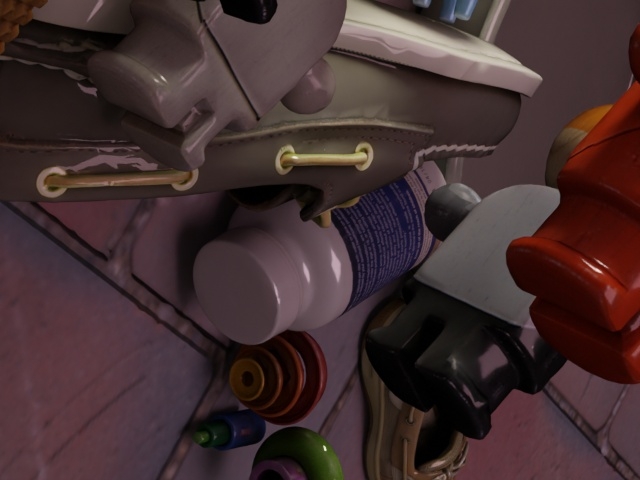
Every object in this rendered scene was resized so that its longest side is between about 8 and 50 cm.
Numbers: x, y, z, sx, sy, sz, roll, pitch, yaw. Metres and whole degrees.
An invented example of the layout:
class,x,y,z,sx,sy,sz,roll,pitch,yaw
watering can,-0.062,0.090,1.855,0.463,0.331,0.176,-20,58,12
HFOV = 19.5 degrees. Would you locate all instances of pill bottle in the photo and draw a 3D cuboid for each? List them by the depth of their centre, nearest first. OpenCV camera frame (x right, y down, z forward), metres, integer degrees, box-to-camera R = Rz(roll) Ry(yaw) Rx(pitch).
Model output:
class,x,y,z,sx,sy,sz,roll,pitch,yaw
pill bottle,0.000,0.000,0.836,0.120,0.067,0.067,-31,133,-44

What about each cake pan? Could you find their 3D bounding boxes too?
class,x,y,z,sx,sy,sz,roll,pitch,yaw
cake pan,0.131,-0.081,0.991,0.293,0.054,0.293,-34,135,-42

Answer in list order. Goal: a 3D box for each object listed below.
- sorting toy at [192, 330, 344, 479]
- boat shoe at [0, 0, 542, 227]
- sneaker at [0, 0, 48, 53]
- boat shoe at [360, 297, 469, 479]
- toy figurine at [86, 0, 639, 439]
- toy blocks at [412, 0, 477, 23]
class,x,y,z,sx,sy,sz,roll,pitch,yaw
sorting toy,-0.027,0.088,0.857,0.042,0.061,0.102,-6,91,-54
boat shoe,-0.023,-0.056,0.737,0.305,0.109,0.091,2,107,-50
sneaker,-0.149,-0.076,0.585,0.185,0.084,0.069,-45,174,5
boat shoe,0.057,0.099,0.996,0.056,0.048,0.153,-40,138,-37
toy figurine,0.048,-0.060,0.563,0.148,0.213,0.209,-47,178,-19
toy blocks,0.056,-0.169,0.731,0.123,0.054,0.148,24,83,-58
